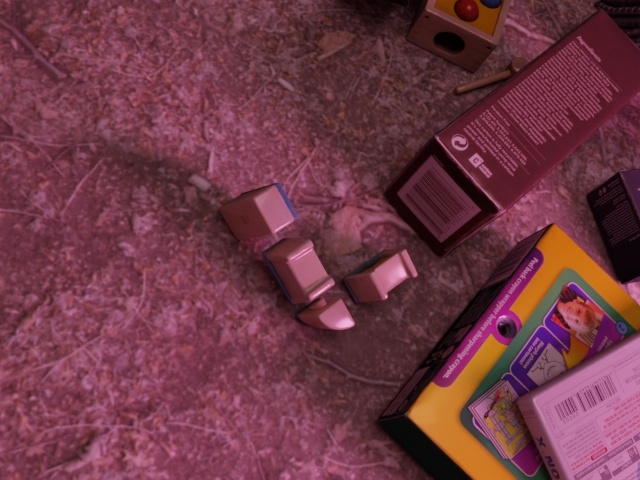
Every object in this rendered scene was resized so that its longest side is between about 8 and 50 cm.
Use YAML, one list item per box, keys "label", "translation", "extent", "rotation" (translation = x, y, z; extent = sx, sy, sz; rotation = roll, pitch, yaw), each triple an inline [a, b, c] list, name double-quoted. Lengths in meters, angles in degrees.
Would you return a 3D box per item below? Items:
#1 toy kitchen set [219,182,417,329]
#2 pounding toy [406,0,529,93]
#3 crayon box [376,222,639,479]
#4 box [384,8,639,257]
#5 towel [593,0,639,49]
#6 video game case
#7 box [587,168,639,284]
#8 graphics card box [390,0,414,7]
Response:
- label: "toy kitchen set"
  translation: [0.000, 0.000, 1.036]
  extent: [0.166, 0.122, 0.207]
  rotation: [-34, 103, -26]
- label: "pounding toy"
  translation: [0.252, -0.325, 1.231]
  extent: [0.206, 0.094, 0.181]
  rotation: [24, 64, -7]
- label: "crayon box"
  translation: [0.307, 0.211, 1.034]
  extent: [0.313, 0.106, 0.363]
  rotation: [45, 64, -1]
- label: "box"
  translation: [0.290, -0.155, 1.126]
  extent: [0.381, 0.191, 0.143]
  rotation: [-40, 85, -25]
- label: "towel"
  translation: [0.579, -0.316, 1.226]
  extent: [0.235, 0.284, 0.121]
  rotation: [4, 103, -15]
- label: "video game case"
  translation: [0.434, 0.271, 0.981]
  extent: [0.329, 0.036, 0.300]
  rotation: [-21, 83, -27]
- label: "box"
  translation: [0.523, -0.029, 1.202]
  extent: [0.156, 0.093, 0.158]
  rotation: [-9, 72, -20]
- label: "graphics card box"
  translation: [0.130, -0.542, 1.236]
  extent: [0.233, 0.094, 0.371]
  rotation: [26, 61, 19]
